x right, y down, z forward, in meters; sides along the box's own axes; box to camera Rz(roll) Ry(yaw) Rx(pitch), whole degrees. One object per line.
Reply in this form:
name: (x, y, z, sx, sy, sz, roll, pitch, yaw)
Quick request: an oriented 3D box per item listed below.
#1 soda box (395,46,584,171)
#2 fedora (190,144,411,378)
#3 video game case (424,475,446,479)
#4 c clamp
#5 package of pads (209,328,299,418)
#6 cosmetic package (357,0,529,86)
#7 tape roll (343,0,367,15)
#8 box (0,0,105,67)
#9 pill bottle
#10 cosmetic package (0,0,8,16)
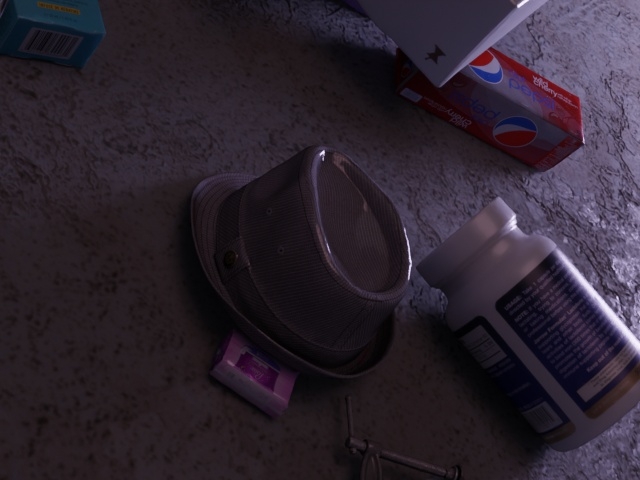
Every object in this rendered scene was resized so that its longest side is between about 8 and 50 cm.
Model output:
soda box: (0.227, -0.193, 1.629, 0.263, 0.083, 0.092, 26, 46, -24)
fedora: (0.000, 0.000, 1.226, 0.243, 0.124, 0.275, 19, 41, -32)
video game case: (0.107, 0.314, 1.170, 0.143, 0.019, 0.157, -11, 65, -45)
c clamp: (0.091, 0.234, 1.193, 0.160, 0.022, 0.137, 26, 43, -20)
package of pads: (-0.063, 0.128, 1.165, 0.083, 0.032, 0.050, 36, 37, -14)
cosmetic package: (0.217, -0.401, 1.592, 0.230, 0.161, 0.453, 47, 41, 1)
tape roll: (0.082, -0.432, 1.693, 0.275, 0.090, 0.275, 23, 45, -26)
box: (-0.303, -0.301, 1.281, 0.100, 0.060, 0.244, 5, 56, -38)
pill bottle: (0.236, 0.090, 1.357, 0.265, 0.153, 0.153, 50, 41, 3)
cosmetic package: (-0.401, -0.326, 1.151, 0.129, 0.153, 0.296, -3, 59, -40)
